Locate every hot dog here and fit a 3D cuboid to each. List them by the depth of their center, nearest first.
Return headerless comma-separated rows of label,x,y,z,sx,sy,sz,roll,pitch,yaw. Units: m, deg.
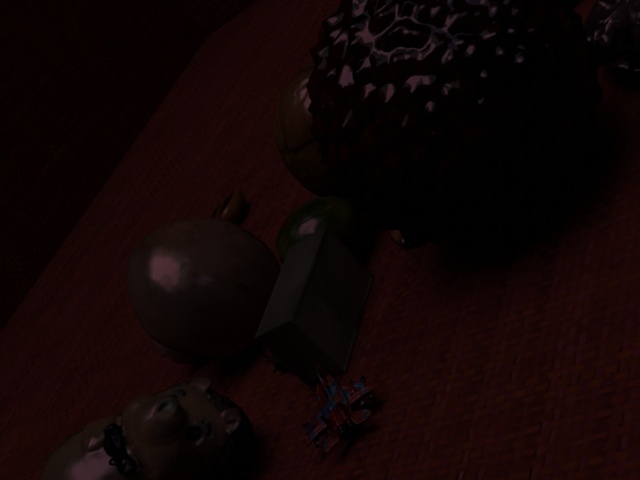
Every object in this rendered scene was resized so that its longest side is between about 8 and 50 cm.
hot dog,-0.216,-0.062,2.406,0.090,0.060,0.140,-39,15,25

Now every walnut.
walnut,0.073,-0.218,1.848,0.313,0.252,0.277,-26,-28,-25

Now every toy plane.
toy plane,0.020,0.228,1.457,0.130,0.061,0.189,-43,17,7

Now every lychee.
lychee,0.195,-0.232,1.462,0.424,0.424,0.500,-88,17,-60

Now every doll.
doll,-0.266,0.351,1.531,0.349,0.247,0.247,-32,21,-6

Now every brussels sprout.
brussels sprout,-0.005,-0.001,1.801,0.181,0.143,0.161,127,153,-54

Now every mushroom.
mushroom,-0.218,0.114,1.888,0.297,0.297,0.290,-75,0,-51

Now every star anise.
star anise,0.515,-0.338,1.523,0.316,0.139,0.359,-18,17,35

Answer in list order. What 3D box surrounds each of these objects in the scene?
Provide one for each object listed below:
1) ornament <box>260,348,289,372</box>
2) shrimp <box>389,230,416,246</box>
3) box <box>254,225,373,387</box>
ornament,-0.065,0.194,1.712,0.125,0.028,0.073,-12,38,51
shrimp,0.204,-0.083,1.691,0.236,0.053,0.133,-47,19,4
box,-0.006,0.106,1.625,0.086,0.129,0.225,-29,26,34
